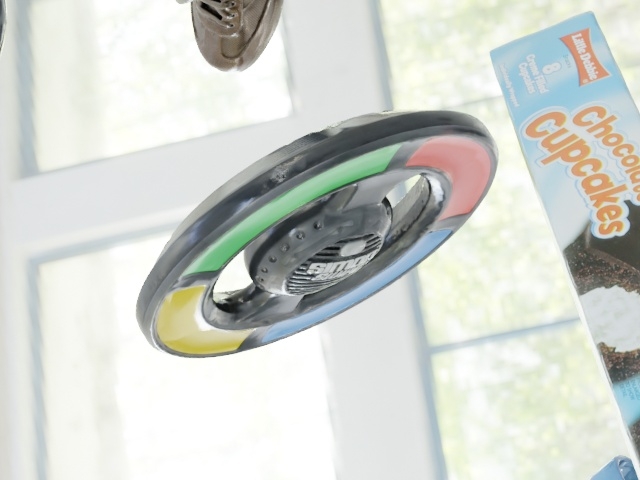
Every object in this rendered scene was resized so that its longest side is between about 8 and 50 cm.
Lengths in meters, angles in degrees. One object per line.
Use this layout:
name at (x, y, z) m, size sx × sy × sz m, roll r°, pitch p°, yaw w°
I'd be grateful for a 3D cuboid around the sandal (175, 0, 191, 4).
sandal at (0.016, -0.131, 0.686) m, size 0.180 × 0.072 × 0.049 m, roll -34°, pitch -88°, yaw -37°

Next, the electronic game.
electronic game at (0.000, 0.000, 1.008) m, size 0.048 × 0.229 × 0.229 m, roll 61°, pitch -175°, yaw 21°

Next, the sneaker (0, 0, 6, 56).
sneaker at (-0.185, -0.117, 0.725) m, size 0.121 × 0.111 × 0.300 m, roll 32°, pitch -173°, yaw -39°

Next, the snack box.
snack box at (0.158, 0.067, 0.778) m, size 0.322 × 0.060 × 0.187 m, roll -103°, pitch -11°, yaw -47°

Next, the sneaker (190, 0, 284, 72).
sneaker at (-0.062, -0.181, 1.094) m, size 0.071 × 0.066 × 0.188 m, roll -35°, pitch -33°, yaw -45°

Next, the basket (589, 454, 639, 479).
basket at (0.295, 0.281, 1.116) m, size 0.255 × 0.201 × 0.289 m, roll 32°, pitch -153°, yaw -31°
